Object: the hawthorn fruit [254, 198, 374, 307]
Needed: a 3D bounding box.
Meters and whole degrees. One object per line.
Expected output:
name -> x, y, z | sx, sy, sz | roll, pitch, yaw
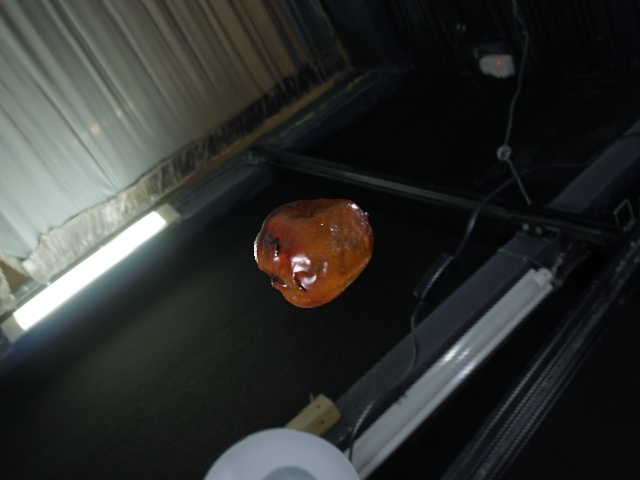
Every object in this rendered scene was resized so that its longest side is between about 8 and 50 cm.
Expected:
hawthorn fruit -> -0.010, 0.008, 0.995 | 0.179, 0.173, 0.173 | -32, -153, 11
